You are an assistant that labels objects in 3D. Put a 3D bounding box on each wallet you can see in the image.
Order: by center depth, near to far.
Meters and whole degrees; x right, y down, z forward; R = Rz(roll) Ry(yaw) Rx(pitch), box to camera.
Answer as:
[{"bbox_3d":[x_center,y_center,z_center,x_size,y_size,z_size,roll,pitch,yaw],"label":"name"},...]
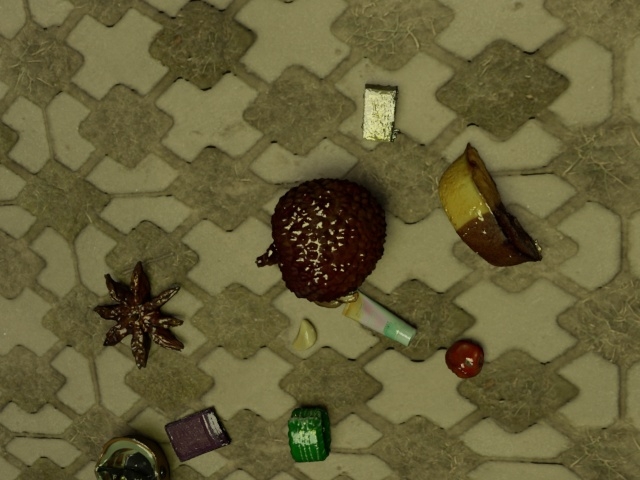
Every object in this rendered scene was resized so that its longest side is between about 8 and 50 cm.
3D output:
[{"bbox_3d":[-0.324,0.509,1.888,0.165,0.030,0.111,-26,97,21],"label":"wallet"}]

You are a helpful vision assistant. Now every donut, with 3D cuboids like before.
[{"bbox_3d":[0.337,-0.041,1.498,0.112,0.151,0.295,-34,94,31],"label":"donut"}]

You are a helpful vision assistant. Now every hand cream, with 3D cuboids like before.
[{"bbox_3d":[0.136,0.183,1.669,0.174,0.047,0.076,30,112,16],"label":"hand cream"}]

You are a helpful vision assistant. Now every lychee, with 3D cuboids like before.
[{"bbox_3d":[0.000,0.000,1.541,0.299,0.264,0.264,-23,97,2],"label":"lychee"}]

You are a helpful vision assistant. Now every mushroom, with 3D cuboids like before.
[{"bbox_3d":[0.039,0.119,1.658,0.129,0.073,0.088,4,116,33],"label":"mushroom"}]

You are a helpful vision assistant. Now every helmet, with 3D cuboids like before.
[{"bbox_3d":[-0.482,0.610,1.908,0.198,0.130,0.225,-2,93,14],"label":"helmet"}]

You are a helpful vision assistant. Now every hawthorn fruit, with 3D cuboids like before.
[{"bbox_3d":[0.326,0.263,1.616,0.093,0.093,0.093,4,105,15],"label":"hawthorn fruit"}]

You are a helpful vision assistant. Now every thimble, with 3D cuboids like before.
[{"bbox_3d":[-0.027,0.467,1.748,0.090,0.118,0.130,-4,121,13],"label":"thimble"}]

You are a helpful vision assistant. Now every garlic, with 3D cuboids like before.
[{"bbox_3d":[-0.037,0.233,1.731,0.053,0.041,0.083,33,118,11],"label":"garlic"}]

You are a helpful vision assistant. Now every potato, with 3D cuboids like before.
[{"bbox_3d":[0.127,-0.269,1.541,0.086,0.061,0.122,6,106,12],"label":"potato"}]

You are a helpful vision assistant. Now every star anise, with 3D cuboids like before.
[{"bbox_3d":[-0.450,0.190,1.814,0.288,0.088,0.289,3,105,13],"label":"star anise"}]
